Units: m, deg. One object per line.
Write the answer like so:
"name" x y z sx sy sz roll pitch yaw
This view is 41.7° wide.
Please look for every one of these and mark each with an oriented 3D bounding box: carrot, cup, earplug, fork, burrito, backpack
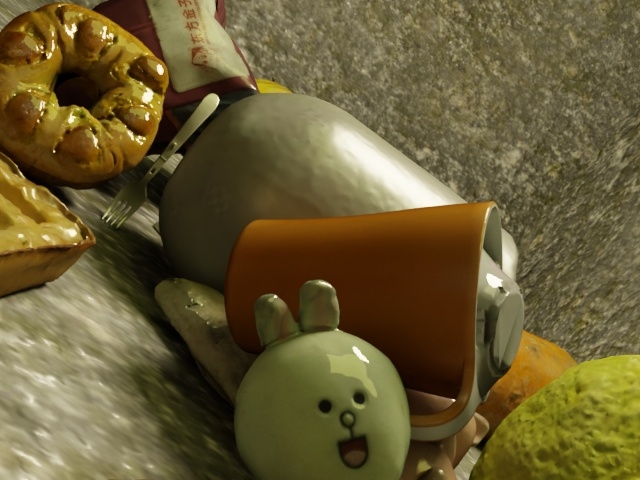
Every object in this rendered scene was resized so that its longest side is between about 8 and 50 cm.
"carrot" 0.340 0.263 1.531 0.340 0.224 0.224 31 11 -30
"cup" 0.048 0.068 0.770 0.263 0.226 0.182 3 -40 19
"earplug" 0.000 0.000 1.052 0.394 0.313 0.312 38 8 -9
"fork" -0.204 -0.106 1.081 0.034 0.219 0.028 37 -10 -3
"burrito" -0.088 0.124 0.859 0.087 0.060 0.226 23 17 -51
"backpack" -0.259 -0.225 1.197 0.197 0.317 0.283 76 -8 -60

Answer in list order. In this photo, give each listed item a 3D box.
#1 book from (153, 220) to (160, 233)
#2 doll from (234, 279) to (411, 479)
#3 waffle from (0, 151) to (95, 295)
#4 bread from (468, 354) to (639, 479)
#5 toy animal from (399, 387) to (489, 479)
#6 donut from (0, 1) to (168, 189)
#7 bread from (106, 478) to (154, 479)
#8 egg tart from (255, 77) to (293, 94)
"book" -0.154 0.034 1.230 0.127 0.014 0.181 45 10 34
"doll" 0.007 0.173 0.632 0.113 0.154 0.275 125 -51 -64
"waffle" -0.344 -0.058 0.628 0.304 0.077 0.348 41 8 0
"bread" 0.339 0.322 0.848 0.308 0.348 0.348 48 2 -37
"toy animal" 0.076 0.210 0.823 0.166 0.154 0.250 30 25 6
"donut" -0.294 -0.169 0.995 0.226 0.227 0.114 38 -30 -16
"bread" -0.030 0.225 0.422 0.235 0.099 0.210 30 16 -42
"egg tart" -0.096 -0.137 1.423 0.388 0.169 0.388 47 -23 26
